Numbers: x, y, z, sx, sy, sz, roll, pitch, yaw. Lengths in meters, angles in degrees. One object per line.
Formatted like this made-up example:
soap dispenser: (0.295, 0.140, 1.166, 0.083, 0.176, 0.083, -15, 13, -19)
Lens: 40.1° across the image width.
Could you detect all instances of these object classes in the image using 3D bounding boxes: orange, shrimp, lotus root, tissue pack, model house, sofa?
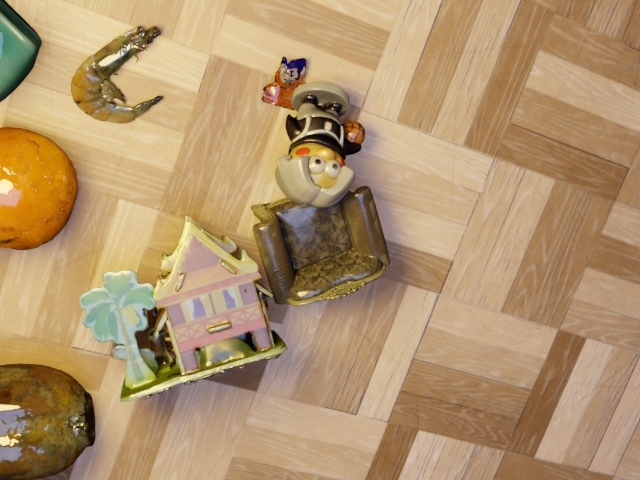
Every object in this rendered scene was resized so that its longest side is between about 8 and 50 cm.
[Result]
orange: (-0.564, -0.092, 1.597, 0.240, 0.240, 0.240, -4, 107, -14)
shrimp: (-0.372, -0.313, 1.686, 0.217, 0.051, 0.150, -39, 115, 7)
lotus root: (-0.621, 0.361, 1.718, 0.346, 0.250, 0.250, -3, 107, -14)
tissue pack: (-0.602, -0.323, 1.490, 0.206, 0.287, 0.198, -44, 115, 2)
model house: (-0.281, 0.118, 1.732, 0.358, 0.242, 0.313, -17, 94, -7)
sofa: (0.000, 0.000, 1.802, 0.258, 0.182, 0.200, -19, 109, -9)

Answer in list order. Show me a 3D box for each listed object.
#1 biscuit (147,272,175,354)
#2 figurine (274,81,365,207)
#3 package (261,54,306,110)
biscuit: (-0.257, 0.154, 1.855, 0.226, 0.042, 0.226, -5, 108, -15)
figurine: (0.003, -0.176, 1.725, 0.176, 0.133, 0.236, 14, 65, -17)
package: (-0.070, -0.321, 1.770, 0.077, 0.033, 0.110, -2, 125, -36)
